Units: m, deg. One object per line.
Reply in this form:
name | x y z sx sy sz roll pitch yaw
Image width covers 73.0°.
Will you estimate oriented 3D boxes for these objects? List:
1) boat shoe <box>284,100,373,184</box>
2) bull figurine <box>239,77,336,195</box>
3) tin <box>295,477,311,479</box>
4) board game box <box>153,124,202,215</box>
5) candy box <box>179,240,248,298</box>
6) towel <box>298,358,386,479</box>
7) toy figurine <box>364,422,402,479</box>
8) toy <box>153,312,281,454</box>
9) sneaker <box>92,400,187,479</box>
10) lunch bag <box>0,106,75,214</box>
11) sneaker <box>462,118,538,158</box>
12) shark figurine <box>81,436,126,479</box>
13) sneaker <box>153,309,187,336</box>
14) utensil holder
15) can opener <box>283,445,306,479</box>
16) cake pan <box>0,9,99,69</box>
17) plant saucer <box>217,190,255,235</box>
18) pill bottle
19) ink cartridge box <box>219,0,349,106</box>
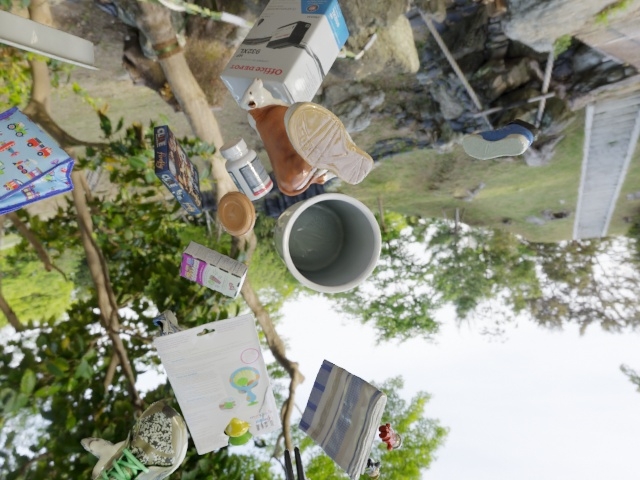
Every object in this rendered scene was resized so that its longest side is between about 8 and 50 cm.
boat shoe | 0.005 -0.198 0.859 0.098 0.096 0.277 -45 148 10
bull figurine | -0.076 -0.264 1.076 0.189 0.309 0.101 -19 174 -8
tin | -0.058 0.821 1.332 0.040 0.189 0.106 0 -162 24
board game box | -0.424 -0.204 1.297 0.042 0.164 0.243 -13 155 2
candy box | -0.402 0.113 1.629 0.159 0.234 0.071 119 -5 -48
towel | 0.045 0.434 1.087 0.034 0.209 0.285 25 172 -28
toy figurine | 0.187 0.789 1.697 0.213 0.148 0.209 22 -112 48
toy | -0.150 0.214 0.666 0.137 0.237 0.056 -14 -156 -10
sneaker | -0.467 0.570 1.025 0.410 0.158 0.182 -56 171 9
lunch bag | -0.836 -0.180 1.102 0.293 0.221 0.138 -45 175 -43
sneaker | 0.389 -0.220 0.932 0.085 0.058 0.152 -38 -155 -24
shark figurine | -0.704 0.797 1.467 0.167 0.278 0.116 -10 153 -22
sneaker | -0.399 0.251 1.157 0.058 0.135 0.052 -24 149 -49
utensil holder | 0.000 0.000 1.569 0.328 0.327 0.385 -14 -174 -12
can opener | -0.052 0.585 1.016 0.059 0.185 0.073 4 155 -25
cake pan | -0.596 -0.414 0.856 0.294 0.054 0.293 17 -166 -4
plant saucer | -0.157 -0.048 0.792 0.084 0.083 0.013 -9 -173 29
pill bottle | -0.235 -0.225 1.354 0.108 0.180 0.107 -20 -148 13
ink cartridge box | -0.095 -0.508 1.187 0.223 0.307 0.129 18 161 28
